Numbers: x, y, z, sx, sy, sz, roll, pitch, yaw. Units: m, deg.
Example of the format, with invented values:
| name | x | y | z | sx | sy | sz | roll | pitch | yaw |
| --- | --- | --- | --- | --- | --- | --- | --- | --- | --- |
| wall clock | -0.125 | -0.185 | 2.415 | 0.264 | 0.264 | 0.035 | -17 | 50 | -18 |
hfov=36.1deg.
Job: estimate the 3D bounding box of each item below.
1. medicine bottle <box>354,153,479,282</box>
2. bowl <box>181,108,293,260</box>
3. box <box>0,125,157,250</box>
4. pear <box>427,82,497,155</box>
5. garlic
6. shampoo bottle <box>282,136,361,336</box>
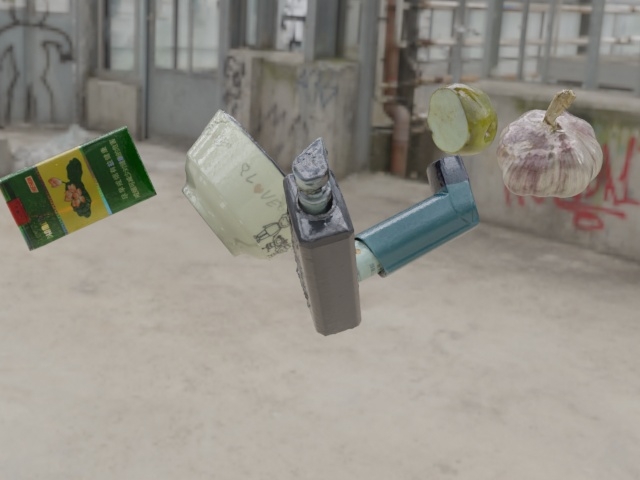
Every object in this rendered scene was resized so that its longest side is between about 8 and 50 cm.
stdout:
| name | x | y | z | sx | sy | sz | roll | pitch | yaw |
| --- | --- | --- | --- | --- | --- | --- | --- | --- | --- |
| medicine bottle | 0.138 | -0.028 | 1.547 | 0.258 | 0.124 | 0.079 | -30 | -4 | -14 |
| bowl | -0.115 | -0.063 | 1.427 | 0.126 | 0.238 | 0.238 | -39 | 21 | -4 |
| box | -0.411 | -0.089 | 1.663 | 0.235 | 0.132 | 0.034 | -26 | 17 | -12 |
| pear | 0.268 | -0.224 | 1.796 | 0.104 | 0.141 | 0.141 | -20 | 24 | -32 |
| garlic | 0.533 | -0.236 | 2.249 | 0.245 | 0.253 | 0.245 | 1 | 46 | -1 |
| shampoo bottle | 0.000 | 0.001 | 1.107 | 0.071 | 0.098 | 0.309 | -13 | -29 | -1 |
